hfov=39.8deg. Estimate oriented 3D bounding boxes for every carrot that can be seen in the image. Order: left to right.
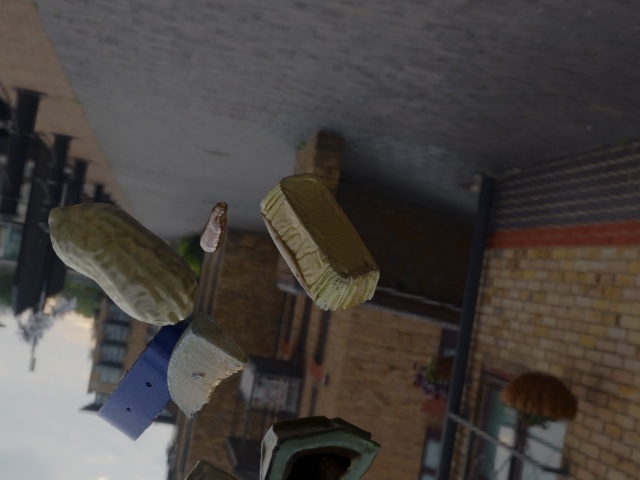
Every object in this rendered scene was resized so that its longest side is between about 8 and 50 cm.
[{"bbox_3d":[-0.252,-0.031,2.110,0.059,0.059,0.248,10,156,-10],"label":"carrot"}]

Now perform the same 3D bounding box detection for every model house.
[{"bbox_3d":[-0.019,0.472,1.926,0.268,0.173,0.239,-4,-177,-8],"label":"model house"}]

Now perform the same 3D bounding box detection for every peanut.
[{"bbox_3d":[-0.349,0.031,1.542,0.325,0.140,0.153,32,168,22],"label":"peanut"}]

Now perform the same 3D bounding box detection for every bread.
[{"bbox_3d":[0.000,0.000,1.742,0.153,0.288,0.119,-14,151,-40],"label":"bread"}]

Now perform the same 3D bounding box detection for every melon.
[{"bbox_3d":[-0.183,0.189,1.284,0.098,0.182,0.054,41,-142,-1],"label":"melon"}]

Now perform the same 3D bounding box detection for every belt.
[{"bbox_3d":[-0.359,0.293,1.918,0.117,0.347,0.212,36,-141,-5],"label":"belt"}]

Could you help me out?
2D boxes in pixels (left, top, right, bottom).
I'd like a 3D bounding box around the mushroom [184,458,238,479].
[{"bbox_3d":[-0.285,0.600,1.792,0.293,0.292,0.290,8,-140,35],"label":"mushroom"}]
